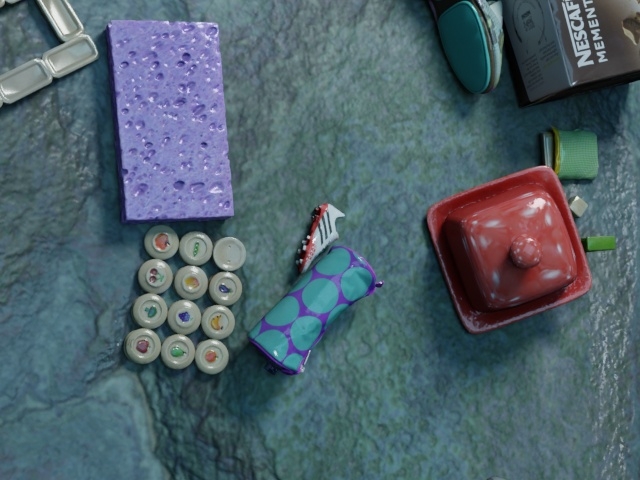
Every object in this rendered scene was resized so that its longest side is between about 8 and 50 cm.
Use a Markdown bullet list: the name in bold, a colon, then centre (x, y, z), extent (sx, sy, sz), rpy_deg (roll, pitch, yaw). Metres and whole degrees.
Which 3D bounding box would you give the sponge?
- **sponge**: centre (-0.157, -0.124, 1.271), extent (0.117, 0.031, 0.210), rpy_deg (-4, 86, -20)

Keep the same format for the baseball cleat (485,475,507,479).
- **baseball cleat**: centre (0.122, 0.322, 1.310), extent (0.109, 0.072, 0.206), rpy_deg (39, 70, -6)

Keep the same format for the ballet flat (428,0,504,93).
- **ballet flat**: centre (0.159, -0.277, 1.381), extent (0.079, 0.077, 0.222), rpy_deg (-33, 96, -39)

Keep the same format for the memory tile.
- **memory tile**: centre (-0.140, 0.062, 1.270), extent (0.113, 0.012, 0.148), rpy_deg (12, 81, -18)

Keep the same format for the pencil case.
- **pencil case**: centre (-0.007, 0.075, 1.289), extent (0.070, 0.064, 0.152), rpy_deg (42, 73, 5)

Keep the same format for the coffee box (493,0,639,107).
- **coffee box**: centre (0.289, -0.320, 1.399), extent (0.168, 0.119, 0.297), rpy_deg (-14, 89, -21)

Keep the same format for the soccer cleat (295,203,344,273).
- **soccer cleat**: centre (0.000, 0.000, 1.317), extent (0.035, 0.029, 0.083), rpy_deg (24, 73, -12)

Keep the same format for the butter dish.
- **butter dish**: centre (0.215, 0.011, 1.331), extent (0.160, 0.118, 0.160), rpy_deg (-19, 91, -2)

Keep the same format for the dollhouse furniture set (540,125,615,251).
- **dollhouse furniture set**: centre (0.303, -0.062, 1.413), extent (0.076, 0.058, 0.152), rpy_deg (-1, 86, -20)

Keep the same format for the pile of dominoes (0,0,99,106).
- **pile of dominoes**: centre (-0.376, -0.211, 1.211), extent (0.251, 0.040, 0.196), rpy_deg (-32, 96, -27)
